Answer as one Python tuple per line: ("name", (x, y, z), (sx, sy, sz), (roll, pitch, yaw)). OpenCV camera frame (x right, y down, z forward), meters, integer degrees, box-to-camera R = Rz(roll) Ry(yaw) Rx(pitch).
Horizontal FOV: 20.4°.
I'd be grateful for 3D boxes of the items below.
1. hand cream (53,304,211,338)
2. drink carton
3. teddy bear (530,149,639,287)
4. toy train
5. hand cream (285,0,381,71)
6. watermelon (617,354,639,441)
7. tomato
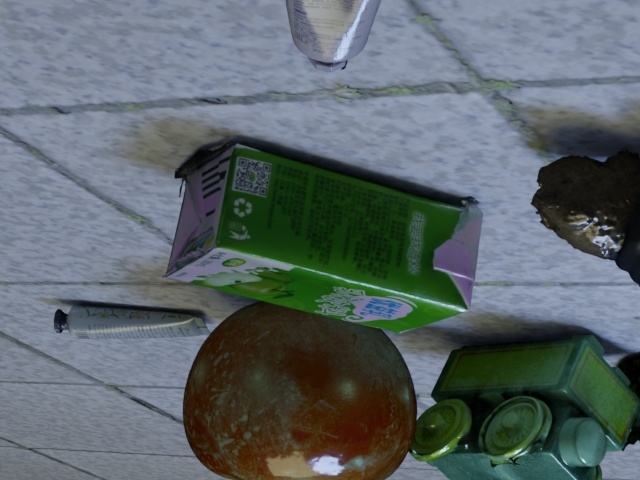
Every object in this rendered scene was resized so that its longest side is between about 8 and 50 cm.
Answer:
("hand cream", (-0.237, 0.103, 2.228), (0.195, 0.042, 0.067), (1, 154, 8))
("drink carton", (0.000, 0.000, 1.669), (0.271, 0.108, 0.161), (14, 164, -21))
("teddy bear", (0.299, -0.008, 1.464), (0.251, 0.129, 0.182), (7, 161, 2))
("toy train", (0.234, 0.216, 2.078), (0.272, 0.188, 0.159), (-8, 134, 49))
("hand cream", (0.009, -0.171, 1.243), (0.084, 0.053, 0.142), (7, 147, 2))
("watermelon", (0.422, 0.227, 2.126), (0.137, 0.145, 0.193), (0, 161, 11))
("tomato", (-0.021, 0.173, 2.042), (0.270, 0.222, 0.270), (2, 180, 0))
